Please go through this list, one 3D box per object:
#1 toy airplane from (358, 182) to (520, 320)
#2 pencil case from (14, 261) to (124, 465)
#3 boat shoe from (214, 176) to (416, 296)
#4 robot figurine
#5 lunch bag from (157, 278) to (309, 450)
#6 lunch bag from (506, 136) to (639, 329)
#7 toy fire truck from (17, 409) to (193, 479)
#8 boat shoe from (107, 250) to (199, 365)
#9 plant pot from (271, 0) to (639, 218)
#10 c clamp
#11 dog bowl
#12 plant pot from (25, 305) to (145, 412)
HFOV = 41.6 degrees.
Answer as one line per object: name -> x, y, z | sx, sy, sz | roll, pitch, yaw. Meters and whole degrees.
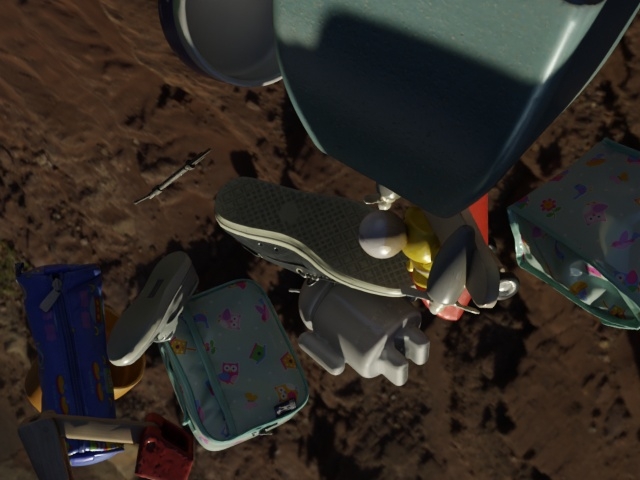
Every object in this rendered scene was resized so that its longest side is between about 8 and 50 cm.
toy airplane -> 0.197, -0.049, 1.472 | 0.272, 0.386, 0.385 | -13, 83, -4
pencil case -> -0.364, 0.175, 1.228 | 0.119, 0.133, 0.306 | -9, 85, -11
boat shoe -> 0.000, 0.000, 1.855 | 0.187, 0.499, 0.156 | -63, 159, -21
robot figurine -> 0.091, 0.174, 1.946 | 0.300, 0.353, 0.200 | -40, 153, -22
lunch bag -> -0.161, 0.223, 1.495 | 0.224, 0.108, 0.279 | -19, 75, -27
lunch bag -> 0.441, -0.003, 1.213 | 0.223, 0.262, 0.160 | -35, 133, -15
toy fire truck -> -0.206, 0.179, 0.635 | 0.192, 0.047, 0.135 | 22, 96, -12
boat shoe -> -0.261, 0.122, 1.373 | 0.081, 0.079, 0.228 | 59, 44, -36
plant pot -> 0.111, -0.171, 0.701 | 0.248, 0.247, 0.252 | -42, 155, -41
c clamp -> -0.291, -0.132, 1.714 | 0.160, 0.137, 0.022 | -34, 97, 24
dog bowl -> -0.137, -0.399, 1.435 | 0.264, 0.104, 0.265 | -10, 110, -31
plant pot -> -0.492, 0.258, 1.702 | 0.205, 0.205, 0.188 | 32, 121, -33
